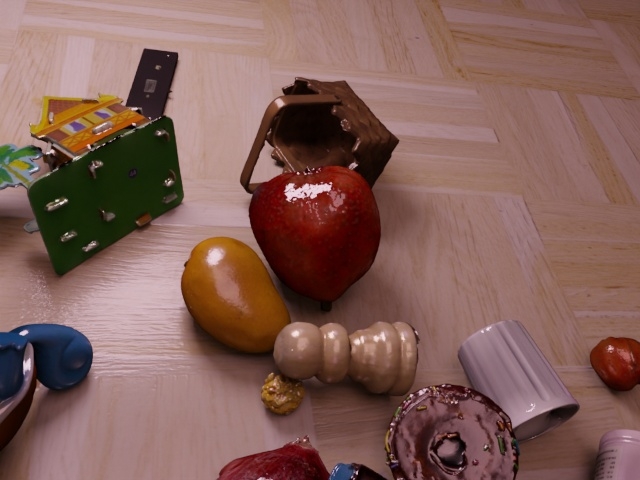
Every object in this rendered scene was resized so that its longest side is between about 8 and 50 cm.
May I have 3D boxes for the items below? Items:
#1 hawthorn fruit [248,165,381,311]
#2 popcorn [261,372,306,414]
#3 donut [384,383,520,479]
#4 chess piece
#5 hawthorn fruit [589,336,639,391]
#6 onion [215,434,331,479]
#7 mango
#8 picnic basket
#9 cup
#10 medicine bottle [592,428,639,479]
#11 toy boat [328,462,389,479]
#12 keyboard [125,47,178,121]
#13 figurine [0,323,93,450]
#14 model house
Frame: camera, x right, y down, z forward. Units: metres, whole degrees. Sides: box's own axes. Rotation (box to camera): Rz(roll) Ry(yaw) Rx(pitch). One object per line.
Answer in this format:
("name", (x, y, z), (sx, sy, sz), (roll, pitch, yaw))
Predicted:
("hawthorn fruit", (0.000, 0.000, 1.242), (0.265, 0.265, 0.307), (-11, 98, -24))
("popcorn", (-0.069, 0.280, 1.124), (0.082, 0.057, 0.083), (11, 48, -10))
("donut", (0.230, 0.376, 1.081), (0.235, 0.089, 0.235), (-4, 62, 7))
("chess piece", (0.041, 0.210, 1.141), (0.261, 0.142, 0.142), (9, 50, -17))
("hawthorn fruit", (0.653, 0.265, 1.317), (0.128, 0.128, 0.128), (8, 51, -10))
("onion", (-0.068, 0.424, 0.970), (0.227, 0.120, 0.283), (29, 50, 0))
("mango", (-0.170, 0.109, 1.177), (0.176, 0.139, 0.254), (-23, 68, -27))
("picnic basket", (-0.019, -0.222, 1.408), (0.321, 0.254, 0.291), (-12, 54, -41))
("cup", (0.387, 0.288, 1.215), (0.167, 0.221, 0.202), (-28, 55, 6))
("medicine bottle", (0.557, 0.481, 1.100), (0.133, 0.133, 0.249), (29, 49, 7))
("toy boat", (0.097, 0.456, 0.999), (0.223, 0.097, 0.100), (42, 37, -10))
("keyboard", (-0.434, -0.389, 1.568), (0.106, 0.027, 0.317), (7, 51, -7))
("figurine", (-0.543, 0.234, 0.910), (0.298, 0.243, 0.416), (20, 46, 27))
("model house", (-0.521, -0.144, 1.264), (0.313, 0.242, 0.358), (28, 50, 27))
